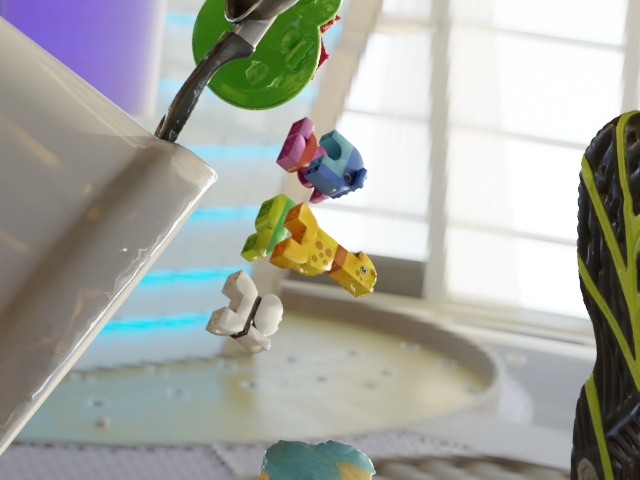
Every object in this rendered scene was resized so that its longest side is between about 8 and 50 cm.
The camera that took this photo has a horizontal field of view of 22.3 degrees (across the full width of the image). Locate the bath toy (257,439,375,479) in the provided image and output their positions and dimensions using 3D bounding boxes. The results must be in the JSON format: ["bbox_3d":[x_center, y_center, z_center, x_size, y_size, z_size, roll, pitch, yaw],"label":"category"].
[{"bbox_3d":[-0.068,0.374,1.805,0.151,0.348,0.129,36,-156,6],"label":"bath toy"}]

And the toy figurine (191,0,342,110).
[{"bbox_3d":[-0.029,-0.214,1.634,0.130,0.173,0.159,46,-165,5],"label":"toy figurine"}]

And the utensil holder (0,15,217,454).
[{"bbox_3d":[-0.304,-0.029,0.886,0.385,0.328,0.327,39,-169,-4],"label":"utensil holder"}]

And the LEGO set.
[{"bbox_3d":[0.000,0.000,1.351,0.093,0.227,0.087,40,142,-24],"label":"LEGO set"}]

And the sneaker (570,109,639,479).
[{"bbox_3d":[0.244,0.104,0.999,0.147,0.385,0.145,-8,-154,-14],"label":"sneaker"}]

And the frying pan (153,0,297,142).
[{"bbox_3d":[-0.040,-0.204,1.307,0.053,0.326,0.197,26,160,-18],"label":"frying pan"}]
